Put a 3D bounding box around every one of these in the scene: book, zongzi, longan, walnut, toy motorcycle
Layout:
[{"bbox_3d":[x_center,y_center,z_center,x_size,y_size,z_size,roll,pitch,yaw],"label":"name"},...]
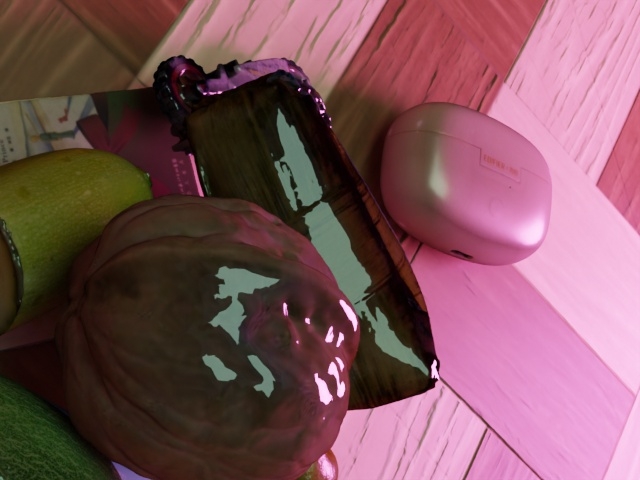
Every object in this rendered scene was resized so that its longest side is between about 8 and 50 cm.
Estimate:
[{"bbox_3d":[-0.212,-0.020,1.266,0.289,0.026,0.201,-13,89,-42],"label":"book"},{"bbox_3d":[0.000,0.000,1.345,0.286,0.138,0.300,65,9,0],"label":"zongzi"},{"bbox_3d":[-0.015,0.191,1.348,0.075,0.075,0.083,41,85,-26],"label":"longan"},{"bbox_3d":[-0.075,0.072,1.102,0.224,0.224,0.224,11,72,-38],"label":"walnut"},{"bbox_3d":[-0.067,-0.102,1.372,0.215,0.080,0.122,-9,77,-56],"label":"toy motorcycle"}]

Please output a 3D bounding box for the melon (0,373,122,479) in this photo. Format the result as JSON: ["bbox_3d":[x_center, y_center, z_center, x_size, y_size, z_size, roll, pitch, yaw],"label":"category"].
[{"bbox_3d":[-0.244,0.181,1.083,0.288,0.182,0.182,33,60,-24],"label":"melon"}]

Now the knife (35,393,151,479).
[{"bbox_3d":[-0.186,0.181,1.238,0.222,0.031,0.064,38,53,-31],"label":"knife"}]

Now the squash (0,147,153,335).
[{"bbox_3d":[-0.203,-0.013,1.180,0.187,0.123,0.123,-31,99,-44],"label":"squash"}]

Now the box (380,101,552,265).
[{"bbox_3d":[0.144,-0.055,1.536,0.200,0.088,0.146,21,65,-36],"label":"box"}]
